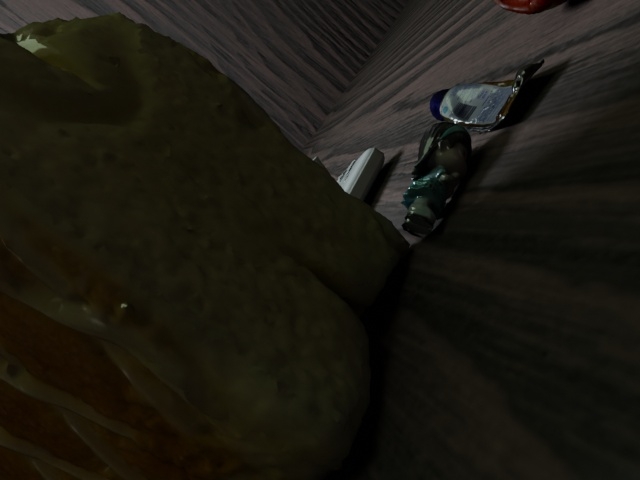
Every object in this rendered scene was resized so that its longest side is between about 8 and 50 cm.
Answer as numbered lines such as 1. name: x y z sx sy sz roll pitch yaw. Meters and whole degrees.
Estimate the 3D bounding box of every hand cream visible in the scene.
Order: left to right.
1. hand cream: 0.153 -0.133 0.524 0.062 0.039 0.163 -52 16 1

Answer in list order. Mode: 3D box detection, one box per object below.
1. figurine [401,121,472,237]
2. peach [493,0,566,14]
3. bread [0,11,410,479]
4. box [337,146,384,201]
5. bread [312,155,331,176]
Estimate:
1. figurine: 0.100 -0.053 0.476 0.106 0.047 0.060 -65 -28 -22
2. peach: 0.228 -0.281 0.502 0.172 0.092 0.127 -41 17 6
3. bread: -0.179 0.052 0.485 0.371 0.390 0.279 -47 4 40
4. box: 0.000 0.000 0.740 0.142 0.044 0.285 -42 16 56
5. bread: -0.069 -0.034 0.981 0.241 0.107 0.136 -40 14 50
